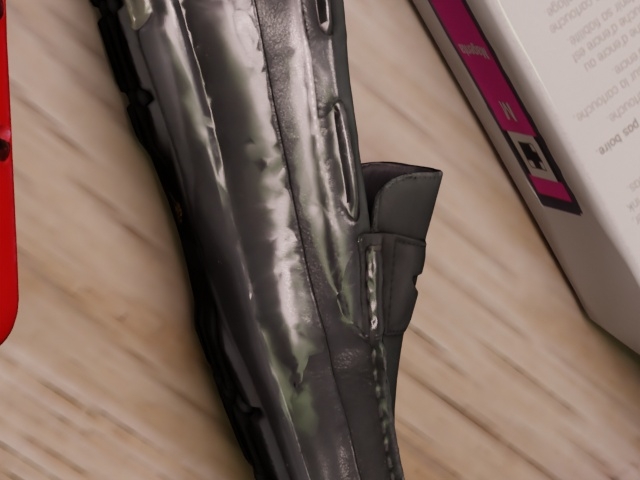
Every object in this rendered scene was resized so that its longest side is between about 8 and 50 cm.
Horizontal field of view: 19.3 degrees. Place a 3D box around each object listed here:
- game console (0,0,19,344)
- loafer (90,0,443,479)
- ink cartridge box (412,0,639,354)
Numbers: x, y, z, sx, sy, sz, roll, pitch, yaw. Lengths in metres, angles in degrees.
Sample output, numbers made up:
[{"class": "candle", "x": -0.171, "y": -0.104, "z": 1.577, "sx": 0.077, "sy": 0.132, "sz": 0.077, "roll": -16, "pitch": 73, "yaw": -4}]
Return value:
[{"class": "game console", "x": -0.145, "y": -0.036, "z": 0.444, "sx": 0.124, "sy": 0.085, "sz": 0.144, "roll": 0, "pitch": 99, "yaw": 8}, {"class": "loafer", "x": 0.000, "y": 0.000, "z": 0.524, "sx": 0.078, "sy": 0.076, "sz": 0.223, "roll": -19, "pitch": 102, "yaw": -11}, {"class": "ink cartridge box", "x": 0.115, "y": -0.101, "z": 0.563, "sx": 0.176, "sy": 0.069, "sz": 0.371, "roll": -36, "pitch": 108, "yaw": -14}]
